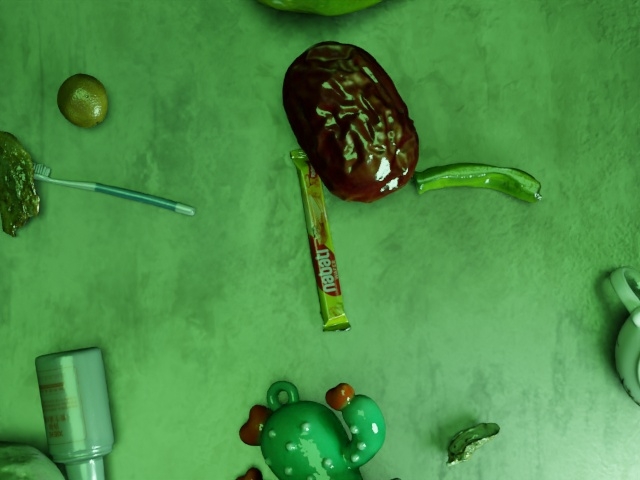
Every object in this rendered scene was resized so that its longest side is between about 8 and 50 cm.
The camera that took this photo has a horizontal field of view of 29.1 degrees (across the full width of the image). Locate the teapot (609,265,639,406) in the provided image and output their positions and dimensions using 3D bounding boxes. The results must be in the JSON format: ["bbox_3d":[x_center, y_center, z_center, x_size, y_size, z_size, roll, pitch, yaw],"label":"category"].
[{"bbox_3d":[0.547,0.160,1.876,0.208,0.166,0.300,-41,80,37],"label":"teapot"}]

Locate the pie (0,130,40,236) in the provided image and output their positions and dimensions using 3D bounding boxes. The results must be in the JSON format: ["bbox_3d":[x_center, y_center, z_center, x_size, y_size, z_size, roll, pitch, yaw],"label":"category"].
[{"bbox_3d":[-0.470,-0.091,1.893,0.092,0.034,0.170,-8,91,32],"label":"pie"}]

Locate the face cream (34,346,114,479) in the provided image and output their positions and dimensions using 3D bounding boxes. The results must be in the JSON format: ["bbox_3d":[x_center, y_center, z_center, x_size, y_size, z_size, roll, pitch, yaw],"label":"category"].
[{"bbox_3d":[-0.362,0.290,1.853,0.101,0.101,0.252,-9,87,-2],"label":"face cream"}]

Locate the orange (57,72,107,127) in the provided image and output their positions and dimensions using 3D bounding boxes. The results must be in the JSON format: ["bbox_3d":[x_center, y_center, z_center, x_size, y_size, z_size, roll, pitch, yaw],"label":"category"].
[{"bbox_3d":[-0.363,-0.214,1.891,0.085,0.085,0.085,0,87,-2],"label":"orange"}]

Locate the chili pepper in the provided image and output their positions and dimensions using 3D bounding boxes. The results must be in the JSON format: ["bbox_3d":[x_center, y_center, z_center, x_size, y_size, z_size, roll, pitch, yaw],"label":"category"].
[{"bbox_3d":[0.244,-0.095,1.921,0.201,0.050,0.052,3,126,2],"label":"chili pepper"}]

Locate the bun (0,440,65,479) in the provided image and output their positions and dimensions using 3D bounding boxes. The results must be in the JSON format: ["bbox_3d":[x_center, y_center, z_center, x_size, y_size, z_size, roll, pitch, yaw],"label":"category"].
[{"bbox_3d":[-0.503,0.403,1.757,0.283,0.179,0.283,-13,57,20],"label":"bun"}]

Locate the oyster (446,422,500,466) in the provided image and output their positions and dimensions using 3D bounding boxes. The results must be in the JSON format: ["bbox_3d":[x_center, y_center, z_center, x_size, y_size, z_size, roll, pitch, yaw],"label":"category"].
[{"bbox_3d":[0.238,0.319,1.892,0.083,0.081,0.038,-16,113,29],"label":"oyster"}]

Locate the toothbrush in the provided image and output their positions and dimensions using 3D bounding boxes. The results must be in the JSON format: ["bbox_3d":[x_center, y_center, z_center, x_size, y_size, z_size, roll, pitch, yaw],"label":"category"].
[{"bbox_3d":[-0.327,-0.081,1.914,0.275,0.019,0.025,13,79,-1],"label":"toothbrush"}]

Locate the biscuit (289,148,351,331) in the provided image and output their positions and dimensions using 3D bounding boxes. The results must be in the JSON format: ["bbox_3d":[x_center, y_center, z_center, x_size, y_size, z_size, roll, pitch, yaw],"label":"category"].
[{"bbox_3d":[0.000,0.000,1.919,0.048,0.026,0.292,-9,87,-22],"label":"biscuit"}]

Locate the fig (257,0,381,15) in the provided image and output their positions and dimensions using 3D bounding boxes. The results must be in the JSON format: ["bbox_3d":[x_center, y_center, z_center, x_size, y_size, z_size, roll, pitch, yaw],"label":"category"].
[{"bbox_3d":[0.024,-0.450,1.883,0.314,0.233,0.233,-12,87,-46],"label":"fig"}]

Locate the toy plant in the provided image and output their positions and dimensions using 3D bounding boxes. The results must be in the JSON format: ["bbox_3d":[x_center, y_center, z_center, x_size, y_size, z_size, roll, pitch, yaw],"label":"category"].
[{"bbox_3d":[0.034,0.380,1.820,0.185,0.279,0.400,-17,65,-38],"label":"toy plant"}]

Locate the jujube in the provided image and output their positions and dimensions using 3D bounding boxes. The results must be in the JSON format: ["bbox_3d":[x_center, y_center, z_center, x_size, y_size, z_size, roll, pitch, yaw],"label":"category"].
[{"bbox_3d":[0.046,-0.179,1.864,0.174,0.174,0.250,-31,80,-3],"label":"jujube"}]
